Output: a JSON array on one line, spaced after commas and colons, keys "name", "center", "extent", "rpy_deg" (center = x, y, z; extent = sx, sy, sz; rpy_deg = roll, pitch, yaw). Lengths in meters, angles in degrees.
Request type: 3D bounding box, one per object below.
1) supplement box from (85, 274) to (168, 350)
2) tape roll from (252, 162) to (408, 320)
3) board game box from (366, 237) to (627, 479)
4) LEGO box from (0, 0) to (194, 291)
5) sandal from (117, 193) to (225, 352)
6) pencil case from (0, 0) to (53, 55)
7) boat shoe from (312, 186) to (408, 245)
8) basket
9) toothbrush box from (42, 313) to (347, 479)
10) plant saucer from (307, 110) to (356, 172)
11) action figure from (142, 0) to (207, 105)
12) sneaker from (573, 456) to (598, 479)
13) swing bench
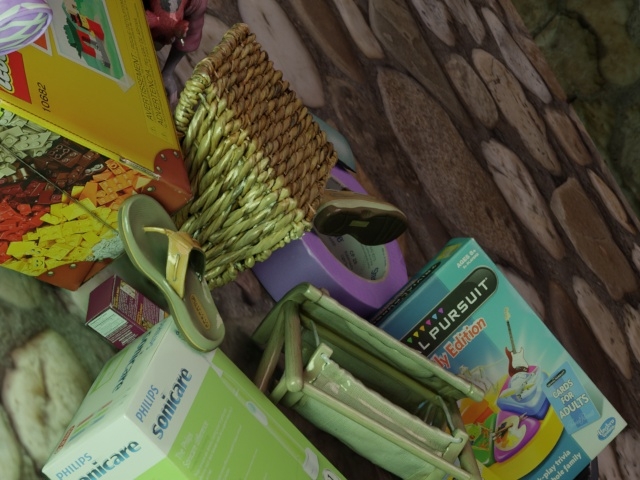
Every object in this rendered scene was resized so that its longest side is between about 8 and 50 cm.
[{"name": "supplement box", "center": [-0.209, 0.086, 1.560], "extent": [0.083, 0.043, 0.055], "rpy_deg": [41, 28, -28]}, {"name": "tape roll", "center": [0.000, 0.000, 1.983], "extent": [0.275, 0.090, 0.274], "rpy_deg": [39, 29, -27]}, {"name": "board game box", "center": [0.204, 0.204, 1.895], "extent": [0.336, 0.254, 0.079], "rpy_deg": [49, -12, -10]}, {"name": "LEGO box", "center": [-0.371, -0.241, 1.510], "extent": [0.372, 0.193, 0.500], "rpy_deg": [26, 37, -45]}, {"name": "sandal", "center": [-0.138, 0.029, 1.435], "extent": [0.180, 0.049, 0.072], "rpy_deg": [61, 36, -12]}, {"name": "pencil case", "center": [-0.324, -0.262, 1.296], "extent": [0.088, 0.086, 0.206], "rpy_deg": [-28, 79, -29]}, {"name": "boat shoe", "center": [0.048, -0.043, 1.944], "extent": [0.190, 0.068, 0.072], "rpy_deg": [15, 34, -54]}, {"name": "basket", "center": [-0.134, -0.095, 1.707], "extent": [0.223, 0.213, 0.299], "rpy_deg": [54, 19, -14]}, {"name": "toothbrush box", "center": [-0.111, 0.242, 1.442], "extent": [0.283, 0.122, 0.206], "rpy_deg": [48, 25, -14]}, {"name": "plant saucer", "center": [-0.019, -0.165, 2.106], "extent": [0.195, 0.037, 0.195], "rpy_deg": [34, 1, -1]}, {"name": "action figure", "center": [-0.205, -0.365, 1.899], "extent": [0.248, 0.276, 0.370], "rpy_deg": [42, 13, -38]}, {"name": "sneaker", "center": [0.394, 0.291, 2.277], "extent": [0.131, 0.112, 0.319], "rpy_deg": [30, 35, -36]}, {"name": "swing bench", "center": [0.048, 0.191, 1.670], "extent": [0.253, 0.165, 0.254], "rpy_deg": [31, 32, -13]}]
